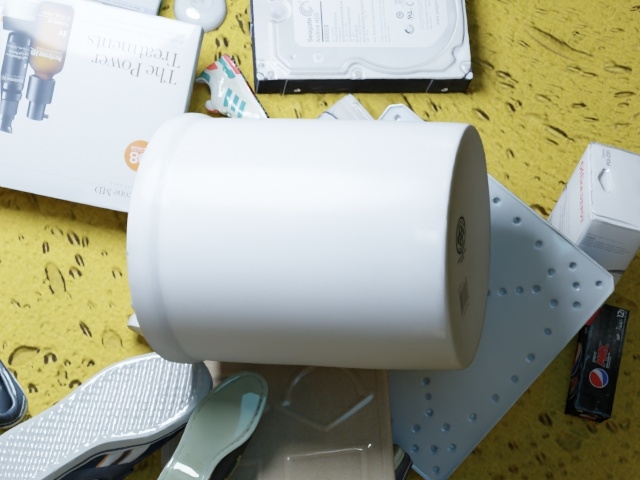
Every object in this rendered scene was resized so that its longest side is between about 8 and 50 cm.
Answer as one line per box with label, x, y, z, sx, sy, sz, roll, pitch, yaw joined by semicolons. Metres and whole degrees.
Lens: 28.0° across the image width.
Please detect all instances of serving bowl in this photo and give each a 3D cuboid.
serving bowl;-0.187;-0.366;1.993;0.083;0.027;0.083;2;73;-6

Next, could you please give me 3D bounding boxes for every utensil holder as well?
utensil holder;0.000;0.000;1.613;0.385;0.327;0.328;1;71;17

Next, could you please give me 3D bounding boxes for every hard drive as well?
hard drive;0.060;-0.348;2.003;0.339;0.064;0.237;-1;73;-7

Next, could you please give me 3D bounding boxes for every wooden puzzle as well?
wooden puzzle;-0.056;0.288;1.735;0.322;0.080;0.348;-9;69;12

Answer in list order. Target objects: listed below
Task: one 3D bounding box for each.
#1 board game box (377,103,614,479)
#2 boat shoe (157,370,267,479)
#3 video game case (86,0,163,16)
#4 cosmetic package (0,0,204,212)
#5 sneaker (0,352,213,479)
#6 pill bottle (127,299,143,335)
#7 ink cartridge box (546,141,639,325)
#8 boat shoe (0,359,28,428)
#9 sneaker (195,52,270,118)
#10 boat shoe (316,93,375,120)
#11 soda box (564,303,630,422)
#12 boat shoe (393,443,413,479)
board game box;0.138;0.075;1.788;0.390;0.050;0.390;40;106;5
boat shoe;-0.142;0.272;1.681;0.081;0.069;0.228;33;83;16
video game case;-0.383;-0.351;1.944;0.269;0.061;0.244;15;71;-3
cosmetic package;-0.378;-0.206;1.837;0.377;0.097;0.284;11;95;-3
sneaker;-0.290;0.258;1.728;0.321;0.127;0.126;-25;60;-7
pill bottle;-0.230;0.077;1.829;0.067;0.067;0.120;22;72;-1
ink cartridge box;0.386;-0.008;1.838;0.092;0.218;0.158;14;47;-4
boat shoe;-0.500;0.153;1.763;0.095;0.079;0.254;-36;81;-16
sneaker;-0.130;-0.201;1.942;0.075;0.057;0.161;-31;80;2
boat shoe;0.111;-0.114;1.925;0.267;0.096;0.088;42;77;15
soda box;0.407;0.179;1.890;0.060;0.053;0.169;15;71;-2
boat shoe;0.057;0.417;1.751;0.092;0.103;0.285;33;71;-7
